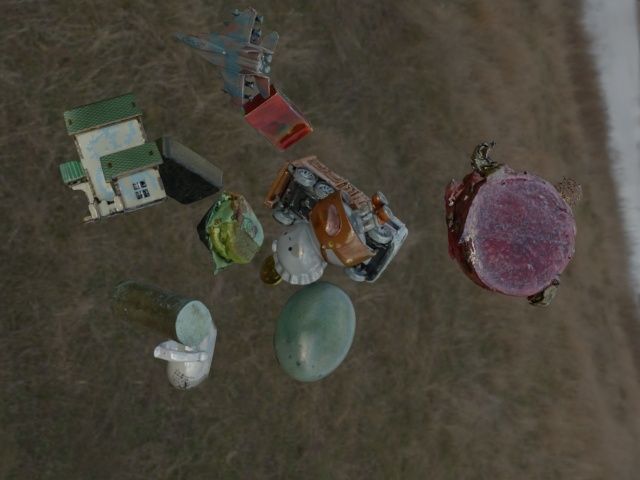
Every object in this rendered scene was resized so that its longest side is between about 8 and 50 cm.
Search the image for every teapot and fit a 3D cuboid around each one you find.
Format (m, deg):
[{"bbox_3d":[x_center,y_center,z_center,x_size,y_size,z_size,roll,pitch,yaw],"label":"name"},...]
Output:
[{"bbox_3d":[-0.349,0.277,1.982,0.300,0.165,0.208,82,31,-85],"label":"teapot"}]

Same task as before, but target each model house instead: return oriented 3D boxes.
[{"bbox_3d":[-0.376,-0.149,1.376,0.271,0.178,0.207,-158,-127,-79],"label":"model house"}]

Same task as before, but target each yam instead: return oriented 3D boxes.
[{"bbox_3d":[-0.329,0.141,1.544,0.093,0.259,0.093,-12,107,-45],"label":"yam"}]

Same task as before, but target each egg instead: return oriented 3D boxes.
[{"bbox_3d":[-0.012,0.193,1.645,0.169,0.169,0.236,64,34,-34],"label":"egg"}]

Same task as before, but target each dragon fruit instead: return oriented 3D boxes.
[{"bbox_3d":[0.307,-0.026,1.282,0.147,0.211,0.282,175,-110,-83],"label":"dragon fruit"}]

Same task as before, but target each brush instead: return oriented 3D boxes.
[{"bbox_3d":[-0.321,-0.150,1.715,0.197,0.123,0.059,30,47,-48],"label":"brush"}]

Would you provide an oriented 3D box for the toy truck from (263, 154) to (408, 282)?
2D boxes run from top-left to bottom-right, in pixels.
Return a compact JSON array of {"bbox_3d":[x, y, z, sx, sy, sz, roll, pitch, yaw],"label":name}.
[{"bbox_3d":[0.056,-0.069,2.137,0.387,0.173,0.207,38,31,11],"label":"toy truck"}]

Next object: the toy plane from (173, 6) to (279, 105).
[{"bbox_3d":[-0.224,-0.443,1.787,0.104,0.326,0.223,-11,121,-44],"label":"toy plane"}]

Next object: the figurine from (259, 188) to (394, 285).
[{"bbox_3d":[0.007,0.002,1.385,0.143,0.271,0.143,36,32,-26],"label":"figurine"}]

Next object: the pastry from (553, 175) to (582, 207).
[{"bbox_3d":[0.726,-0.134,2.254,0.169,0.063,0.087,-33,111,-46],"label":"pastry"}]

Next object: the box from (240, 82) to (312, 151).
[{"bbox_3d":[-0.112,-0.319,2.007,0.175,0.112,0.048,42,21,-47],"label":"box"}]

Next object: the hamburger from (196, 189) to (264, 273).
[{"bbox_3d":[-0.261,-0.008,2.284,0.214,0.125,0.235,58,40,-39],"label":"hamburger"}]
